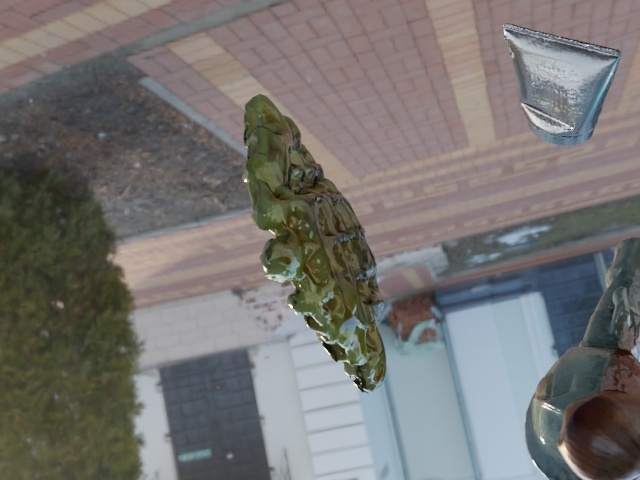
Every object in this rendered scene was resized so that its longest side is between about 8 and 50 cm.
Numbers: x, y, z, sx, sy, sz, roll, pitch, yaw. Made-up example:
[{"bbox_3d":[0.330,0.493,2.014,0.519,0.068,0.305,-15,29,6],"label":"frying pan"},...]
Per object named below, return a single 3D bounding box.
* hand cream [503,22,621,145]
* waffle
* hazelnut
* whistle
[{"bbox_3d":[0.277,-0.179,0.887,0.120,0.061,0.270,22,175,20],"label":"hand cream"},{"bbox_3d":[0.002,-0.002,0.631,0.054,0.204,0.223,-25,133,11],"label":"waffle"},{"bbox_3d":[0.248,0.169,0.659,0.086,0.086,0.086,-11,171,-2],"label":"hazelnut"},{"bbox_3d":[0.311,0.137,0.822,0.133,0.142,0.346,-8,-141,44],"label":"whistle"}]
